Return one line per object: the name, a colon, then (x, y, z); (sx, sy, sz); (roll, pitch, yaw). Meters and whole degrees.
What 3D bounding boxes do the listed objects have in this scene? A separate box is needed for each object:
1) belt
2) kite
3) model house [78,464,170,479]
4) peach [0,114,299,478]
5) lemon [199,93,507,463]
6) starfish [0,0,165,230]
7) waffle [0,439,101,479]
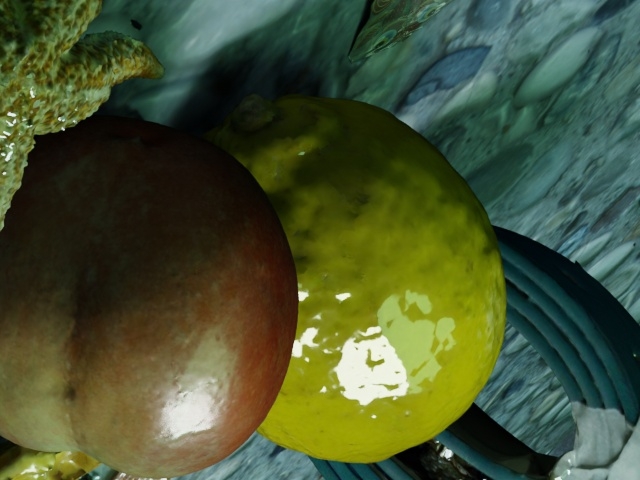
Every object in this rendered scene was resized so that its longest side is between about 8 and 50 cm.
belt: (0.152, 0.151, 1.644); (0.300, 0.436, 0.173); (-55, 159, 16)
kite: (0.085, -0.234, 1.397); (0.127, 0.016, 0.229); (-36, 160, -27)
model house: (-0.184, 0.225, 1.572); (0.148, 0.149, 0.119); (-49, 159, 19)
peach: (-0.135, 0.034, 1.181); (0.252, 0.252, 0.252); (-37, 157, -18)
lemon: (0.016, 0.030, 1.394); (0.285, 0.285, 0.316); (-30, 154, -31)
starfish: (-0.186, -0.081, 0.981); (0.347, 0.078, 0.358); (-24, 129, -51)
waffle: (-0.238, 0.180, 1.378); (0.307, 0.060, 0.312); (-33, -176, -8)
